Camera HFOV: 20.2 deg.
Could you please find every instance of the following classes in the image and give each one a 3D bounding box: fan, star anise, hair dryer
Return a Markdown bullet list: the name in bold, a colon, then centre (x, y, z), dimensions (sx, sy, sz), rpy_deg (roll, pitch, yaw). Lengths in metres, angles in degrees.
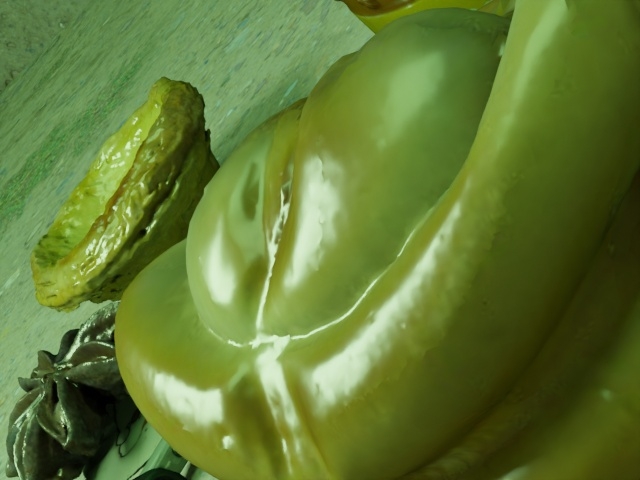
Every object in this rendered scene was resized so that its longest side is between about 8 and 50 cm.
- **fan**: centre (-0.198, 0.178, 1.612), dimensions (0.329, 0.009, 0.190), rpy_deg (-45, 28, 28)
- **star anise**: centre (-0.221, 0.146, 1.592), dimensions (0.212, 0.073, 0.197), rpy_deg (-26, 38, 54)
- **hair dryer**: centre (-0.115, 0.168, 1.396), dimensions (0.100, 0.057, 0.197), rpy_deg (-33, 19, 39)

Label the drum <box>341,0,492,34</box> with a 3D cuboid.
- **drum**: centre (0.198, -0.267, 1.223), dimensions (0.431, 0.214, 0.431), rpy_deg (-44, 20, 20)

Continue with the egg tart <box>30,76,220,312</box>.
- **egg tart**: centre (-0.181, -0.031, 1.834), dimensions (0.294, 0.123, 0.294), rpy_deg (-48, 17, 20)

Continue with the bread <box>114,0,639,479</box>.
- **bread**: centre (0.084, -0.006, 0.919), dimensions (0.424, 0.245, 0.329), rpy_deg (-35, 22, 49)
